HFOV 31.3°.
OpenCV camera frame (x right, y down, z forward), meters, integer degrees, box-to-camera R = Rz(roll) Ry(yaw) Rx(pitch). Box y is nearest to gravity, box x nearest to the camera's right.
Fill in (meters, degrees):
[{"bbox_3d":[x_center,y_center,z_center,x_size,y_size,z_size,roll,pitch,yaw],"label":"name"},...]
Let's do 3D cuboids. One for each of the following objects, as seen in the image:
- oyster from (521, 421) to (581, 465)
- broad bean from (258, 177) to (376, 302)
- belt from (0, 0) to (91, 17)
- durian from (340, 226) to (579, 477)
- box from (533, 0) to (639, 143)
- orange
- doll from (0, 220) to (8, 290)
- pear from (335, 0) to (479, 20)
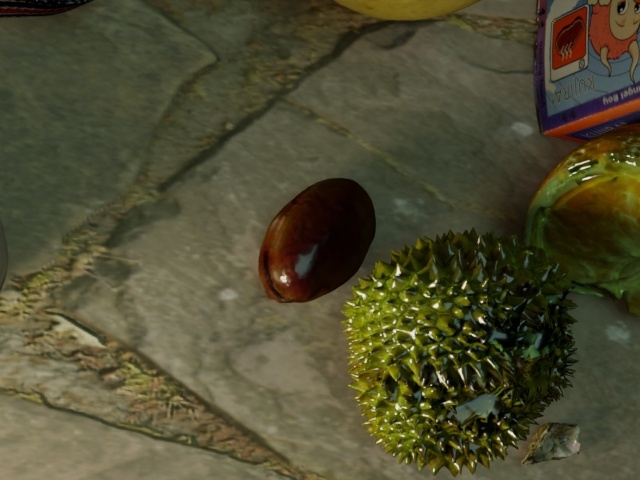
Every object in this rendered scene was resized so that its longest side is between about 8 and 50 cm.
[{"bbox_3d":[0.282,0.248,1.409,0.093,0.034,0.051,0,99,-34],"label":"oyster"},{"bbox_3d":[0.000,0.000,1.295,0.165,0.084,0.114,-38,115,-29],"label":"broad bean"},{"bbox_3d":[-0.378,-0.249,1.158,0.359,0.094,0.126,-24,92,-25],"label":"belt"},{"bbox_3d":[0.149,0.111,1.277,0.291,0.224,0.291,-10,123,-16],"label":"durian"},{"bbox_3d":[0.463,-0.287,1.383,0.257,0.348,0.319,8,81,-22],"label":"box"},{"bbox_3d":[0.404,-0.020,1.378,0.334,0.262,0.196,15,45,-20],"label":"orange"},{"bbox_3d":[-0.426,-0.002,1.072,0.221,0.221,0.251,-49,130,-21],"label":"doll"},{"bbox_3d":[0.106,-0.418,1.257,0.348,0.348,0.348,3,82,-23],"label":"pear"}]
